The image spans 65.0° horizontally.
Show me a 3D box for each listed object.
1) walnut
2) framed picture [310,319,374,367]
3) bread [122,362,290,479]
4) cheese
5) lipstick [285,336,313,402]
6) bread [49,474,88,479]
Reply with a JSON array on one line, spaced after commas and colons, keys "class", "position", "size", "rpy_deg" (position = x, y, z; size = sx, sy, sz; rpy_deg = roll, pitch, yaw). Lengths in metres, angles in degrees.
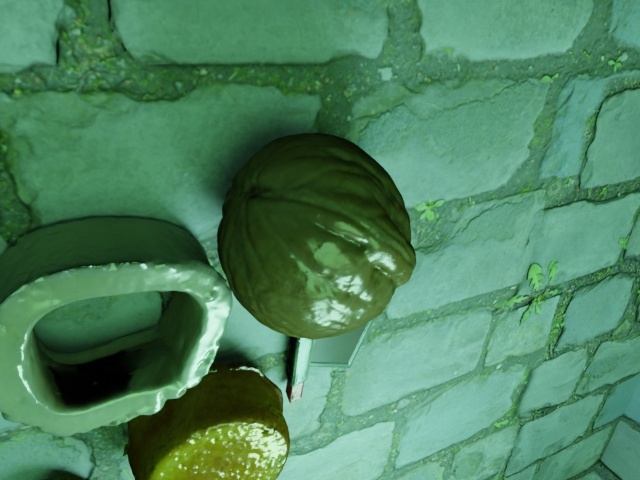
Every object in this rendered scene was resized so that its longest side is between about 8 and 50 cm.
[{"class": "walnut", "position": [0.000, 0.000, 0.777], "size": [0.333, 0.333, 0.332], "rpy_deg": [-14, 123, -23]}, {"class": "framed picture", "position": [0.045, 0.199, 1.089], "size": [0.142, 0.011, 0.183], "rpy_deg": [12, 110, -35]}, {"class": "bread", "position": [-0.199, 0.370, 0.942], "size": [0.313, 0.172, 0.311], "rpy_deg": [-13, 124, -21]}, {"class": "cheese", "position": [-0.307, 0.121, 0.750], "size": [0.333, 0.153, 0.292], "rpy_deg": [-10, 121, -24]}, {"class": "lipstick", "position": [-0.037, 0.196, 1.010], "size": [0.051, 0.051, 0.311], "rpy_deg": [-2, 118, -20]}, {"class": "bread", "position": [-0.456, 0.477, 0.910], "size": [0.157, 0.103, 0.110], "rpy_deg": [-4, 107, -35]}]
